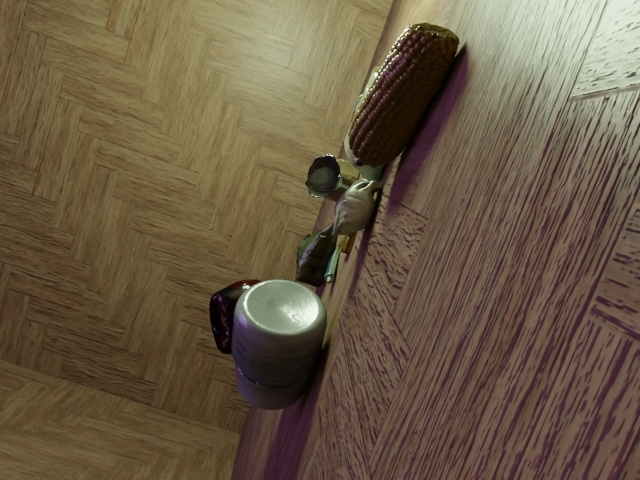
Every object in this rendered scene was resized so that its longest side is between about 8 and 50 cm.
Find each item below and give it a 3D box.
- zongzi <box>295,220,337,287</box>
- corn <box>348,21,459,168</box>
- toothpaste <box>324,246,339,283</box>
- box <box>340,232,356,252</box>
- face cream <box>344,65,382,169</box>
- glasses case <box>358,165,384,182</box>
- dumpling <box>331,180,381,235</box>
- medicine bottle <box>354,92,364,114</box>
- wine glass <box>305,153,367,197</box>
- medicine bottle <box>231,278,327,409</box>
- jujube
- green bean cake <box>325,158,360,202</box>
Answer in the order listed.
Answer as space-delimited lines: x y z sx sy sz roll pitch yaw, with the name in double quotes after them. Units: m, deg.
0.000 0.000 2.030 0.251 0.125 0.275 -99 30 -66 "zongzi"
0.167 -0.304 1.188 0.387 0.143 0.144 120 169 -52 "corn"
0.038 0.085 1.781 0.057 0.034 0.197 -62 6 28 "toothpaste"
0.096 -0.038 1.648 0.089 0.022 0.157 158 131 -85 "box"
0.166 -0.402 1.796 0.349 0.081 0.174 114 149 -52 "face cream"
0.173 -0.309 1.451 0.128 0.083 0.308 -79 9 -55 "glasses case"
0.087 -0.071 1.439 0.134 0.099 0.170 85 -157 -72 "dumpling"
0.173 -0.472 1.990 0.168 0.104 0.105 -81 11 -68 "medicine bottle"
0.060 -0.147 1.495 0.122 0.182 0.122 -15 67 38 "wine glass"
-0.120 0.287 1.506 0.245 0.244 0.307 -77 -1 -54 "medicine bottle"
-0.181 0.253 1.763 0.258 0.376 0.259 -25 58 48 "jujube"
0.076 -0.224 2.105 0.179 0.109 0.085 116 173 -58 "green bean cake"
